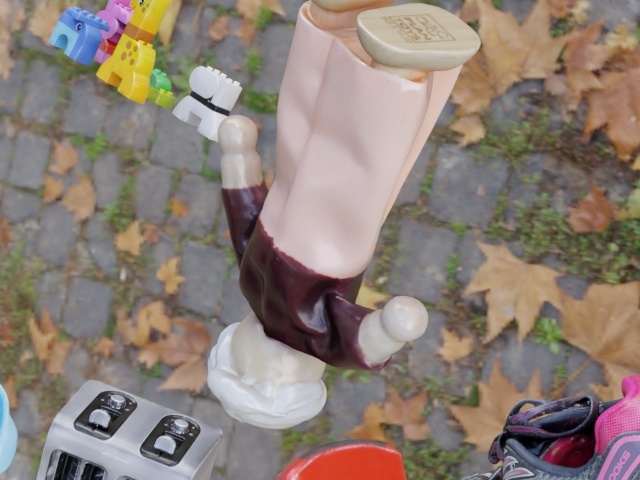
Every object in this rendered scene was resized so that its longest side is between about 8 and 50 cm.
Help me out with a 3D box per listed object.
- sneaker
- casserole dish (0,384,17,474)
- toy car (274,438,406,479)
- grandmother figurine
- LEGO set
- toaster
[{"bbox_3d":[0.144,0.158,0.724,0.112,0.121,0.299,46,141,-8],"label":"sneaker"},{"bbox_3d":[-0.314,0.132,0.804,0.037,0.188,0.114,-44,33,45],"label":"casserole dish"},{"bbox_3d":[0.008,0.206,0.304,0.053,0.225,0.239,-25,104,44],"label":"toy car"},{"bbox_3d":[0.000,0.000,0.730,0.207,0.104,0.342,57,141,39],"label":"grandmother figurine"},{"bbox_3d":[-0.162,-0.183,1.010,0.227,0.087,0.093,36,103,37],"label":"LEGO set"},{"bbox_3d":[-0.216,0.267,1.213,0.168,0.110,0.185,21,108,8],"label":"toaster"}]
